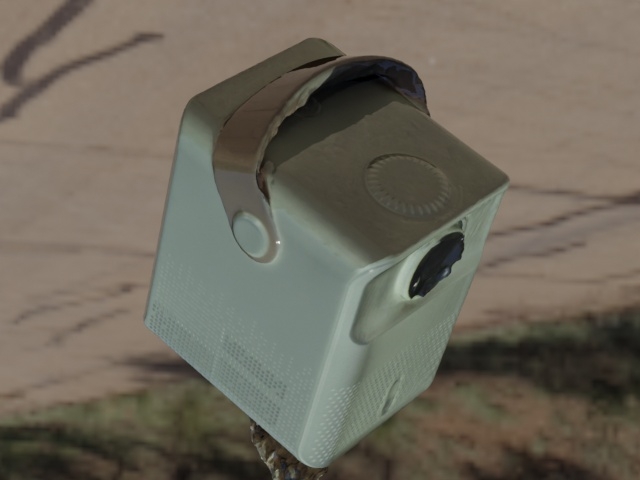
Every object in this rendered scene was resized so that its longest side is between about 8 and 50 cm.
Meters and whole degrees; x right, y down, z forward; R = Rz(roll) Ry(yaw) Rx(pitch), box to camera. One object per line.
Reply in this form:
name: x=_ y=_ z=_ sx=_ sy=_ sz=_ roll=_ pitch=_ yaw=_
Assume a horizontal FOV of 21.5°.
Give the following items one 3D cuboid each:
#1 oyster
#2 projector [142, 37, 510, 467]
oyster: x=-0.050 y=0.229 z=1.926 sx=0.061 sy=0.106 sz=0.200 roll=32 pitch=-179 yaw=-37
projector: x=0.000 y=0.000 z=1.098 sx=0.177 sy=0.242 sz=0.163 roll=37 pitch=-134 yaw=23
